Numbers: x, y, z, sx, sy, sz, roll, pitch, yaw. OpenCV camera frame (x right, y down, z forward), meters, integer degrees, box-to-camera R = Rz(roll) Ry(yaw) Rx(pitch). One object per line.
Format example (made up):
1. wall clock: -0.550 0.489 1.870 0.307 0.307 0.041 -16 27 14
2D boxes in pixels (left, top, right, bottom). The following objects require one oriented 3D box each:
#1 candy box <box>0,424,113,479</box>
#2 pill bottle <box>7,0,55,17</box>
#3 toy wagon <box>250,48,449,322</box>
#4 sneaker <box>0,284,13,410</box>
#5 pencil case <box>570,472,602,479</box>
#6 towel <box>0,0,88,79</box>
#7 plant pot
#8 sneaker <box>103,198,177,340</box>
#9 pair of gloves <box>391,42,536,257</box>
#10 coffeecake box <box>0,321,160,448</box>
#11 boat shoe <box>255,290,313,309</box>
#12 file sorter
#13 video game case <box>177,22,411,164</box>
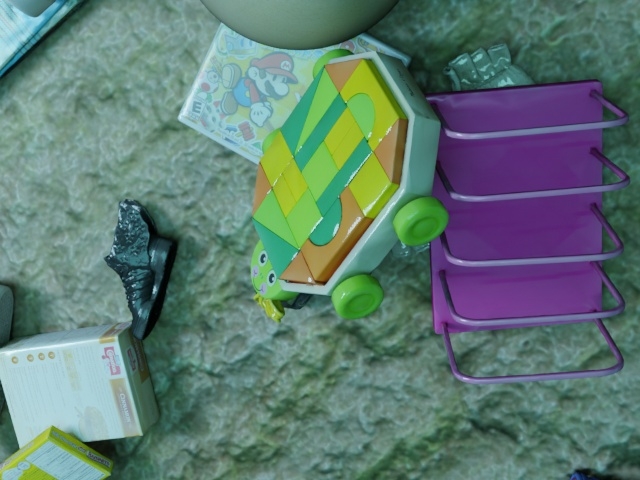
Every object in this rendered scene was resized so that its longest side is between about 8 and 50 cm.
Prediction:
1. candy box: -0.385 0.328 1.487 0.105 0.027 0.206 37 126 -25
2. pill bottle: -0.279 -0.391 1.241 0.264 0.153 0.153 -42 92 10
3. toy wagon: 0.004 -0.040 1.213 0.344 0.068 0.267 -52 44 30
4. sneaker: -0.514 0.171 1.485 0.151 0.094 0.256 12 98 6
5. pencil case: 0.433 0.383 1.303 0.306 0.133 0.119 16 140 10
6. towel: -0.489 -0.374 1.375 0.271 0.040 0.370 -37 91 18
7. plant pot: -0.007 -0.335 1.140 0.284 0.191 0.284 -3 106 -11
8. sneaker: -0.243 0.039 1.415 0.089 0.051 0.170 20 103 8
9. pair of gloves: 0.157 -0.105 1.275 0.240 0.042 0.204 -21 103 12
10. coffeecake box: -0.327 0.195 1.462 0.185 0.068 0.142 -8 102 15
11. boat shoe: 0.000 0.001 1.331 0.073 0.080 0.223 18 124 -30
12. file sorter: 0.228 -0.009 1.188 0.202 0.182 0.291 -5 109 1
13. video game case: -0.035 -0.184 1.321 0.227 0.026 0.206 29 108 5
